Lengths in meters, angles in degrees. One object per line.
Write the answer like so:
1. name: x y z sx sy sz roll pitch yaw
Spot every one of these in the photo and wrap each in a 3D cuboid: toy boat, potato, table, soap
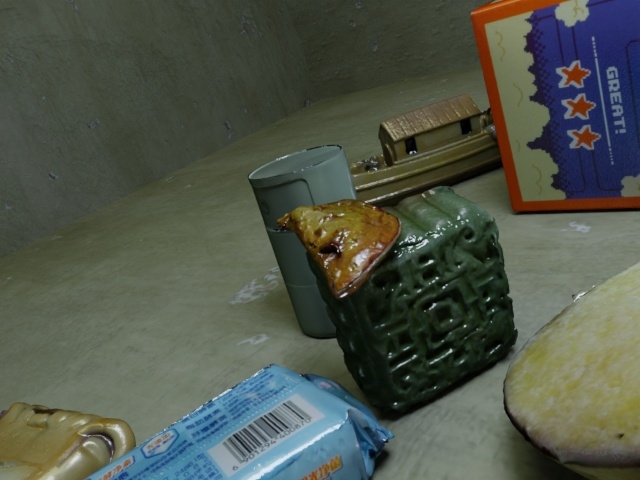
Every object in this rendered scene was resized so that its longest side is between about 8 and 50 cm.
1. toy boat: 0.201 -0.175 1.095 0.446 0.162 0.136 -22 22 -6
2. potato: 0.284 0.088 0.399 0.299 0.115 0.239 -31 13 0
3. table: 0.000 0.000 0.730 0.127 0.219 0.126 -16 19 6
4. soap: -0.085 0.206 0.477 0.293 0.077 0.156 -27 20 -24

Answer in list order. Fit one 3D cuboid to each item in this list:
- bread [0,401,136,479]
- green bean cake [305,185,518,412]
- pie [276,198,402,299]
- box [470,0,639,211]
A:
1. bread: -0.296 0.239 0.581 0.225 0.081 0.134 -3 30 34
2. green bean cake: 0.095 0.057 0.550 0.173 0.181 0.094 -21 21 -13
3. pie: 0.018 -0.012 0.501 0.088 0.033 0.191 -22 26 -11
4. box: 0.444 -0.254 0.847 0.257 0.318 0.349 2 28 43
